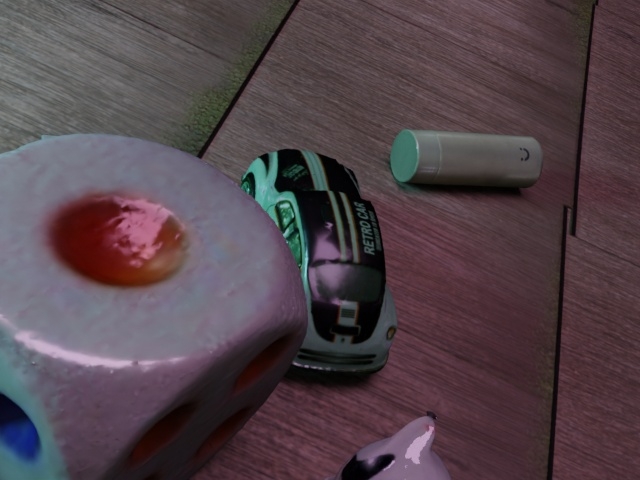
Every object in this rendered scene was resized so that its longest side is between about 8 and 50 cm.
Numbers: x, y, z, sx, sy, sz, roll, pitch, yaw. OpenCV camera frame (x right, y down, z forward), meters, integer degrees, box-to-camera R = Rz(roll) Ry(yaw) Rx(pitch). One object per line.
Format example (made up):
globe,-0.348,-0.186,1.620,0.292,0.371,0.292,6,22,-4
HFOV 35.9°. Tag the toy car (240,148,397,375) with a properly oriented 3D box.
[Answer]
toy car,0.000,0.000,1.061,0.136,0.125,0.306,7,46,-20

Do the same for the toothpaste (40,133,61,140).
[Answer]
toothpaste,-0.252,-0.046,1.043,0.057,0.035,0.197,4,43,-33

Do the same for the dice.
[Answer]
dice,-0.186,0.081,0.789,0.243,0.251,0.259,41,43,13

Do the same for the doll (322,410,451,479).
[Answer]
doll,0.049,0.234,0.817,0.106,0.181,0.110,-5,50,-14

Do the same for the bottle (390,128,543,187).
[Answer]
bottle,0.195,-0.108,1.309,0.201,0.072,0.072,0,48,-27
